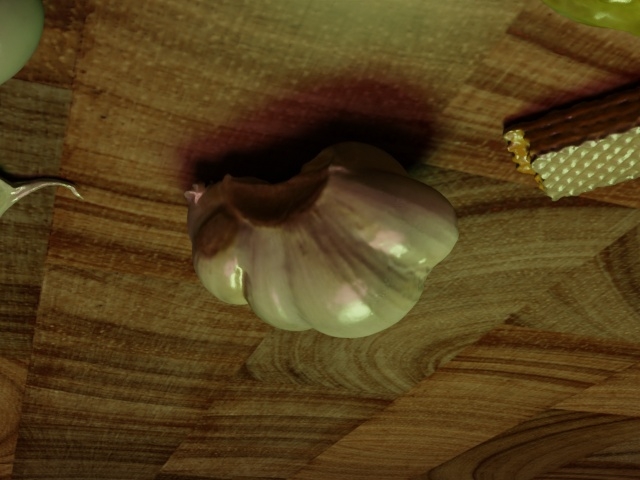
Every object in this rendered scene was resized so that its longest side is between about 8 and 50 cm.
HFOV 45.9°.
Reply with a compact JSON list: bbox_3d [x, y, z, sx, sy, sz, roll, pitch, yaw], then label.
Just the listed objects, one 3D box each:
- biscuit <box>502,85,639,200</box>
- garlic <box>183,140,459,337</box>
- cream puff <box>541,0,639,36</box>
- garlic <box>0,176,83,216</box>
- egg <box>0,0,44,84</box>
[{"bbox_3d":[0.363,-0.121,0.693,0.378,0.054,0.094,-15,147,20],"label":"biscuit"},{"bbox_3d":[0.007,0.014,0.771,0.281,0.185,0.203,-19,162,25],"label":"garlic"},{"bbox_3d":[0.234,-0.210,0.286,0.378,0.379,0.275,-20,146,27],"label":"cream puff"},{"bbox_3d":[-0.391,-0.040,0.750,0.148,0.129,0.266,-14,160,41],"label":"garlic"},{"bbox_3d":[-0.260,-0.155,0.536,0.135,0.103,0.103,-16,147,15],"label":"egg"}]
